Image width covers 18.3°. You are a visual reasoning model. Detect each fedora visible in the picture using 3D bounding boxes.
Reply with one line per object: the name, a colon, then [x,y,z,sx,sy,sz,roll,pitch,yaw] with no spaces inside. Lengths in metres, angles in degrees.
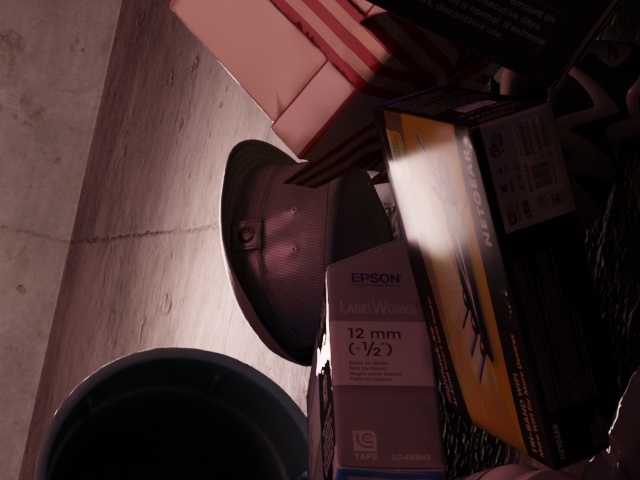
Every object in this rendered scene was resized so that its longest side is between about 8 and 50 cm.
fedora: [0.000,0.000,2.239,0.124,0.243,0.275,-18,53,32]

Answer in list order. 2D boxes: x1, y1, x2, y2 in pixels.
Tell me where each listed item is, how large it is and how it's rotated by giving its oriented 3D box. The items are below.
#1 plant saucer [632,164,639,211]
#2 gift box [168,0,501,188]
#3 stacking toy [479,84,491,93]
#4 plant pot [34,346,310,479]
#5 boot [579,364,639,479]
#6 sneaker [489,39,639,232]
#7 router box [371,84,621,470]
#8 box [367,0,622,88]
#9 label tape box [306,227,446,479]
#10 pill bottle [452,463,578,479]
plant saucer: [0.332,-0.047,1.589,0.188,0.045,0.188,-98,30,-46]
gift box: [0.030,-0.205,1.924,0.258,0.276,0.255,48,114,21]
stacking toy: [0.145,-0.052,2.073,0.221,0.052,0.167,141,135,-66]
plant pot: [-0.197,0.340,2.356,0.334,0.341,0.341,128,149,-62]
boot: [0.257,0.338,1.387,0.367,0.146,0.445,-56,31,22]
sneaker: [0.204,-0.098,1.802,0.235,0.153,0.094,125,152,-44]
router box: [0.155,0.024,1.753,0.243,0.081,0.309,-158,51,-70]
box: [0.164,-0.476,1.698,0.472,0.297,0.480,-55,27,25]
label tape box: [0.047,0.146,2.013,0.249,0.115,0.348,98,169,-53]
pill bottle: [0.162,0.255,1.751,0.180,0.108,0.108,149,131,-62]
